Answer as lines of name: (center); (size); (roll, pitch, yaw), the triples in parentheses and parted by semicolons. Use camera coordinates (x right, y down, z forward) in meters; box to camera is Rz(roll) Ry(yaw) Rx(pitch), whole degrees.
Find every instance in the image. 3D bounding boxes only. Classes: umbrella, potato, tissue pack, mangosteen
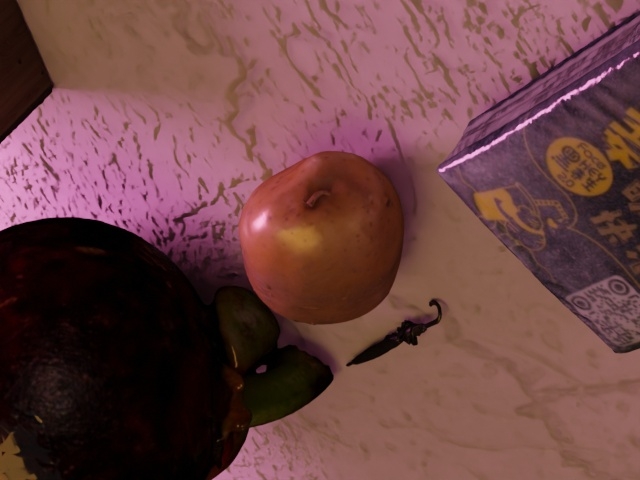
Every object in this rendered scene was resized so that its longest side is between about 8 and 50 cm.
umbrella: (0.057, 0.083, 1.351); (0.149, 0.022, 0.022); (-42, 57, 53)
potato: (0.000, 0.000, 1.235); (0.178, 0.118, 0.109); (95, 153, -63)
tissue pack: (0.216, -0.041, 1.036); (0.185, 0.081, 0.257); (44, 143, -11)
mangosteen: (-0.180, 0.141, 1.387); (0.360, 0.306, 0.306); (16, 143, -6)

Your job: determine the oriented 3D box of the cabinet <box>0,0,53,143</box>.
cabinet: (-0.348, -0.167, 1.298); (0.175, 0.148, 0.215); (9, 134, 32)
